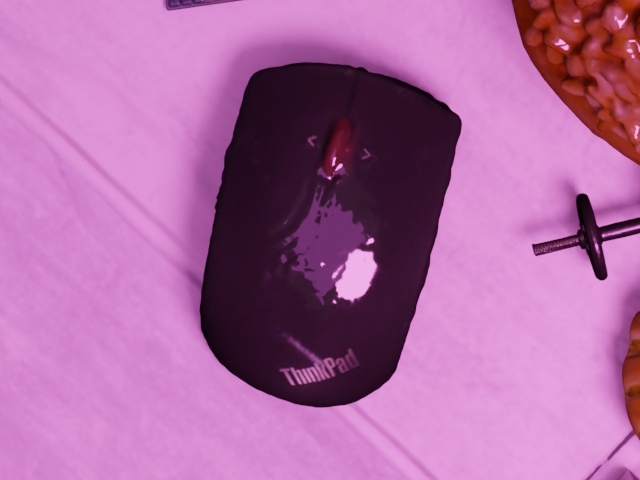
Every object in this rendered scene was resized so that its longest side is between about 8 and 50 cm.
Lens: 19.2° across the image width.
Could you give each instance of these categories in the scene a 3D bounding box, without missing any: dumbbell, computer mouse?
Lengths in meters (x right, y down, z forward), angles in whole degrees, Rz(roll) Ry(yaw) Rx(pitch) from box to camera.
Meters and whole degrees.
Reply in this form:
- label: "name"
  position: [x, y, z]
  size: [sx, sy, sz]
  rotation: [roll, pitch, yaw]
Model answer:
- label: "dumbbell"
  position: [0.234, -0.009, 1.437]
  size: [0.147, 0.069, 0.069]
  rotation: [-14, 96, 5]
- label: "computer mouse"
  position: [0.000, 0.000, 1.436]
  size: [0.170, 0.100, 0.269]
  rotation: [13, 97, -1]

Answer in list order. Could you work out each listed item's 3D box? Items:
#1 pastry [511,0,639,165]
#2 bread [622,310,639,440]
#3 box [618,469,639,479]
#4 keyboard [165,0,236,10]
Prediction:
- label: "pastry"
  position: [0.327, -0.212, 1.306]
  size: [0.410, 0.245, 0.409]
  rotation: [2, 101, 11]
- label: "bread"
  position: [0.332, 0.097, 1.429]
  size: [0.213, 0.105, 0.213]
  rotation: [1, 96, 6]
- label: "box"
  position: [0.247, 0.272, 1.478]
  size: [0.129, 0.051, 0.130]
  rotation: [41, 97, -2]
- label: "keyboard"
  position: [-0.036, -0.216, 1.455]
  size: [0.176, 0.014, 0.055]
  rotation: [-7, 99, 4]
